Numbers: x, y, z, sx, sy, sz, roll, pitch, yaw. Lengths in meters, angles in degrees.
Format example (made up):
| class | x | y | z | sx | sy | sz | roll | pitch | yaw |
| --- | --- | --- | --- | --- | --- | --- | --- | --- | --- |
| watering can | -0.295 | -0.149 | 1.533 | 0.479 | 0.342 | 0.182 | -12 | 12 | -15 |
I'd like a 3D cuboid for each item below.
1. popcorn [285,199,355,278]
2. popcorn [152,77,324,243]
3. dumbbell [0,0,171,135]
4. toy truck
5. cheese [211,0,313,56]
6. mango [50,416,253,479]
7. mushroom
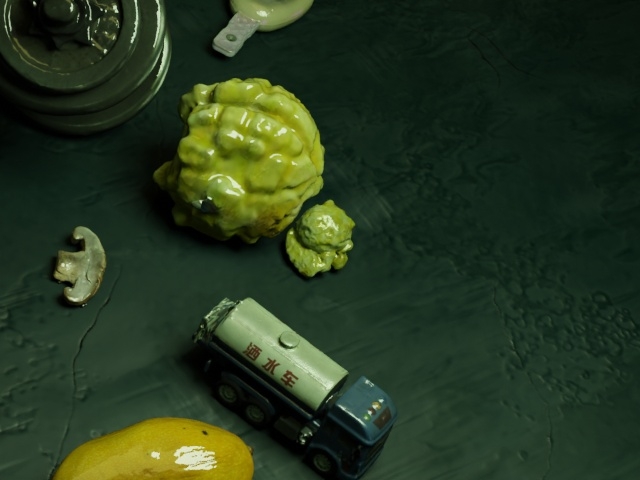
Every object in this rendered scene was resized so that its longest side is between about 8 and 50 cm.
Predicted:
| class | x | y | z | sx | sy | sz | roll | pitch | yaw |
| --- | --- | --- | --- | --- | --- | --- | --- | --- | --- |
| popcorn | -0.003 | -0.002 | 1.801 | 0.060 | 0.068 | 0.083 | 24 | 74 | 35 |
| popcorn | -0.082 | -0.078 | 1.773 | 0.174 | 0.173 | 0.142 | -2 | 39 | -29 |
| dumbbell | -0.245 | -0.205 | 1.751 | 0.192 | 0.192 | 0.290 | 25 | -4 | -1 |
| toy truck | -0.024 | 0.129 | 1.625 | 0.202 | 0.088 | 0.074 | 36 | 40 | 12 |
| cheese | -0.076 | -0.264 | 2.056 | 0.097 | 0.037 | 0.192 | 27 | 41 | 4 |
| mango | -0.143 | 0.197 | 1.506 | 0.190 | 0.075 | 0.098 | -9 | 45 | -25 |
| mushroom | -0.228 | 0.024 | 1.686 | 0.049 | 0.019 | 0.101 | 12 | 41 | -14 |
